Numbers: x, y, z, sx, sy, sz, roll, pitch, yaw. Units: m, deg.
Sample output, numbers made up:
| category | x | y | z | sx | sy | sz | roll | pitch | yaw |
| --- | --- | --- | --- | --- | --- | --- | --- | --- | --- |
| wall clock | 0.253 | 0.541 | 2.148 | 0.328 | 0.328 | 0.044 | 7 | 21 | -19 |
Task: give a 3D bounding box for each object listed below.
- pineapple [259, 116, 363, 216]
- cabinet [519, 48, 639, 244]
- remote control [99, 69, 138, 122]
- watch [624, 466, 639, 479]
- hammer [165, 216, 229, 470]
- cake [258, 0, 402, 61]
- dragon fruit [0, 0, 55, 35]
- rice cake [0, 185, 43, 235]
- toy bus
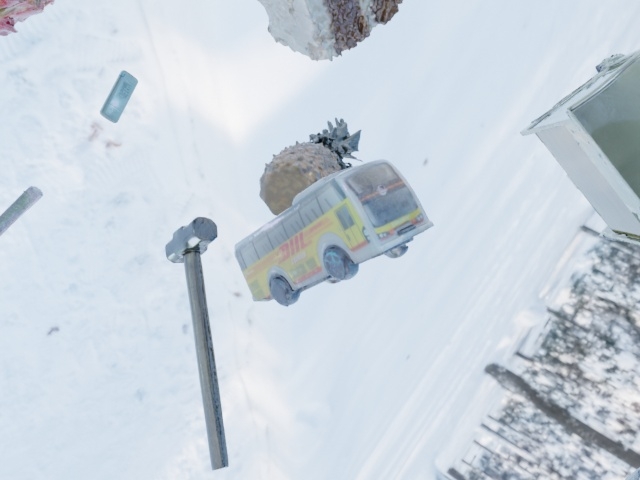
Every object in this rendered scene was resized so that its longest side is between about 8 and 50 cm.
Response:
| category | x | y | z | sx | sy | sz | roll | pitch | yaw |
| --- | --- | --- | --- | --- | --- | --- | --- | --- | --- |
| pineapple | -0.006 | -0.175 | 1.400 | 0.340 | 0.169 | 0.169 | -56 | 162 | -50 |
| cabinet | 0.537 | -0.159 | 1.025 | 0.227 | 0.290 | 0.318 | -39 | -178 | 6 |
| remote control | -0.481 | -0.343 | 1.477 | 0.053 | 0.018 | 0.124 | 33 | 79 | -52 |
| watch | 0.526 | 0.409 | 0.868 | 0.193 | 0.206 | 0.068 | -19 | 143 | -38 |
| hammer | -0.172 | 0.149 | 0.919 | 0.044 | 0.365 | 0.111 | 3 | 157 | -38 |
| cake | 0.005 | -0.321 | 0.785 | 0.147 | 0.135 | 0.135 | -45 | 144 | -19 |
| dragon fruit | -0.635 | -0.494 | 1.065 | 0.371 | 0.387 | 0.248 | -126 | -124 | -73 |
| rice cake | -0.721 | -0.046 | 1.420 | 0.207 | 0.036 | 0.047 | -44 | -178 | 1 |
| toy bus | 0.000 | 0.000 | 0.675 | 0.092 | 0.106 | 0.268 | -25 | 178 | -35 |
